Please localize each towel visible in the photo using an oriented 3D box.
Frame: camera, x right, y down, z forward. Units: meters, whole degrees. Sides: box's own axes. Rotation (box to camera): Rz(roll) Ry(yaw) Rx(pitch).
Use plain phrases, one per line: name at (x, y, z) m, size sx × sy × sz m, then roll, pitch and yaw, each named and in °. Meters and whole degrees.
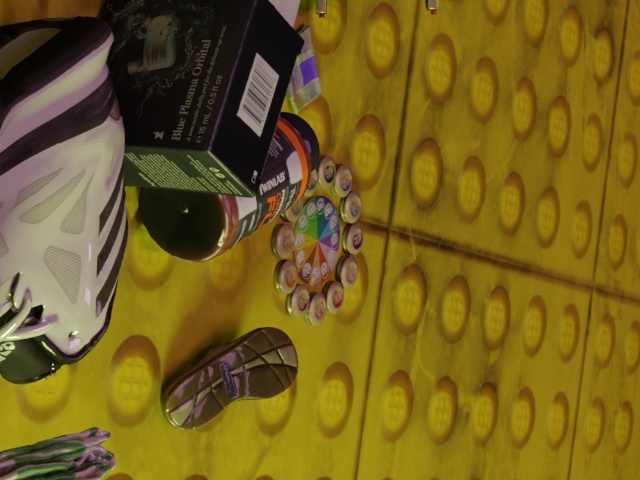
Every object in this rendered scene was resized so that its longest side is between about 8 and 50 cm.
towel at (-0.020, -0.179, 1.818) m, size 0.060 × 0.009 × 0.083 m, roll -41°, pitch 128°, yaw -51°
towel at (-0.316, 0.198, 1.154) m, size 0.325 × 0.248 × 0.038 m, roll -7°, pitch 76°, yaw -60°

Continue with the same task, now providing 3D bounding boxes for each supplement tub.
supplement tub at (-0.078, -0.060, 1.645) m, size 0.198 × 0.106 × 0.106 m, roll -36°, pitch 125°, yaw -52°

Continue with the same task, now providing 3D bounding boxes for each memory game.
memory game at (0.000, 0.000, 1.880) m, size 0.186 × 0.012 × 0.186 m, roll -15°, pitch 108°, yaw -59°

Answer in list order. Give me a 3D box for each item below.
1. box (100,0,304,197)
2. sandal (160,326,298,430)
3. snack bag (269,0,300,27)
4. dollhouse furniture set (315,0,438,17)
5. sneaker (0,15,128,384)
box at (-0.120, -0.130, 1.507) m, size 0.093 × 0.158 × 0.156 m, roll 43°, pitch 58°, yaw -55°
sandal at (-0.094, 0.133, 1.713) m, size 0.180 × 0.049 × 0.072 m, roll -24°, pitch 110°, yaw -40°
snack bag at (-0.036, -0.347, 1.578) m, size 0.342 × 0.037 × 0.323 m, roll 68°, pitch 35°, yaw -71°
dollhouse furniture set at (0.058, -0.310, 1.856) m, size 0.184 × 0.129 × 0.129 m, roll -85°, pitch 174°, yaw -78°
sneaker at (-0.262, 0.027, 1.278) m, size 0.447 × 0.169 × 0.257 m, roll -45°, pitch 130°, yaw -51°
